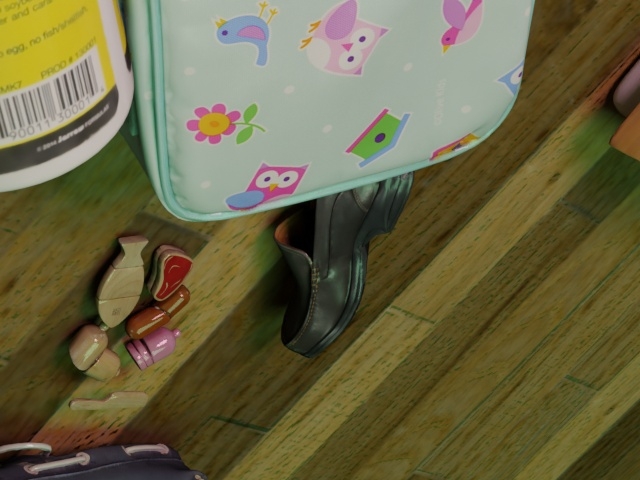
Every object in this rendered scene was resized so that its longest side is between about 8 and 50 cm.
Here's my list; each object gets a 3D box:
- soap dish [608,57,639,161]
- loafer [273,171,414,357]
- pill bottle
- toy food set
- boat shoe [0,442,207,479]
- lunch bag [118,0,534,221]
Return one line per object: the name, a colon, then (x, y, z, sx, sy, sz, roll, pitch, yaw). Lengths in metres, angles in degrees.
soap dish: (0.351, -0.100, 1.151, 0.291, 0.118, 0.229, 17, 119, -50)
loafer: (0.000, 0.000, 1.037, 0.061, 0.062, 0.170, 9, 125, -18)
pill bottle: (-0.146, -0.131, 0.672, 0.119, 0.119, 0.208, -23, 133, -18)
toy food set: (-0.111, 0.046, 1.024, 0.078, 0.019, 0.122, 2, 122, -41)
boat shoe: (-0.175, 0.167, 1.054, 0.254, 0.079, 0.095, -6, 132, -39)
lunch bag: (-0.009, -0.146, 0.808, 0.224, 0.108, 0.279, -16, 138, -17)
